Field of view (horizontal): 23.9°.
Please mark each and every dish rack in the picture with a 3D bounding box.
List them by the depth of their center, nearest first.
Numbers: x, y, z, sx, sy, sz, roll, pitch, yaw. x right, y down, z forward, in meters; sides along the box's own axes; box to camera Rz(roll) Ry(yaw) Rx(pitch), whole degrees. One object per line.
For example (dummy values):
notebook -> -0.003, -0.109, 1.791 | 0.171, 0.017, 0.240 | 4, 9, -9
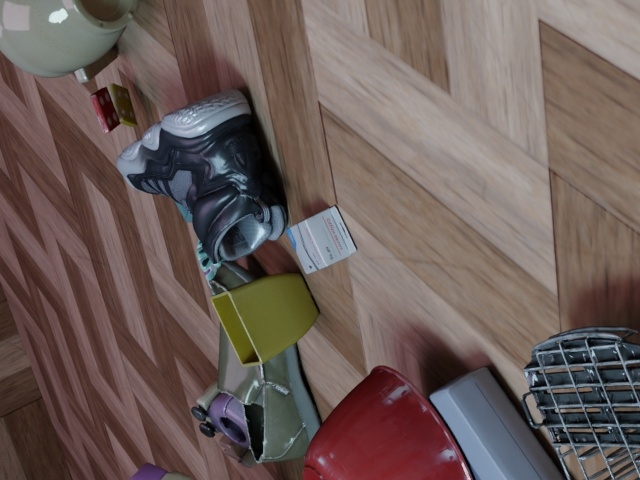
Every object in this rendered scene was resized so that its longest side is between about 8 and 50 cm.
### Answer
dish rack -> 0.227, 0.174, 0.942 | 0.271, 0.074, 0.208 | 66, 160, -1

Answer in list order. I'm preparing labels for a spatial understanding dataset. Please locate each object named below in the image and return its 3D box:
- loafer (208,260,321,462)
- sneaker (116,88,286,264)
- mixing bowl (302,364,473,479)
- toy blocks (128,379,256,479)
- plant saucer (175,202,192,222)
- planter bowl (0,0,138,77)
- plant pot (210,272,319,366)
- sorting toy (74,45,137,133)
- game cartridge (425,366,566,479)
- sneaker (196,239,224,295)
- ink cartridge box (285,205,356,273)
loafer -> -0.072, 0.143, 1.675 | 0.094, 0.087, 0.251 | 16, 129, 66
sneaker -> -0.120, -0.047, 1.521 | 0.153, 0.101, 0.268 | 66, 157, 1
mixing bowl -> 0.048, 0.207, 1.262 | 0.181, 0.098, 0.181 | 53, 159, 30
toy blocks -> -0.085, 0.389, 1.838 | 0.260, 0.309, 0.288 | 15, 140, 39
plant saucer -> -0.148, -0.076, 1.709 | 0.067, 0.018, 0.192 | 60, 160, 11
planter bowl -> -0.261, -0.259, 1.591 | 0.109, 0.162, 0.162 | -5, 112, 43
plant pot -> -0.051, 0.074, 1.535 | 0.081, 0.083, 0.081 | 65, 161, -1
sorting toy -> -0.287, -0.242, 1.722 | 0.132, 0.046, 0.274 | -69, -40, -69
game cartridge -> 0.139, 0.230, 1.277 | 0.196, 0.060, 0.294 | 53, 158, 22
sneaker -> -0.118, 0.039, 1.745 | 0.069, 0.038, 0.098 | 103, 152, -78
ink cartridge box -> 0.000, 0.000, 1.387 | 0.048, 0.028, 0.083 | 64, 161, 0
